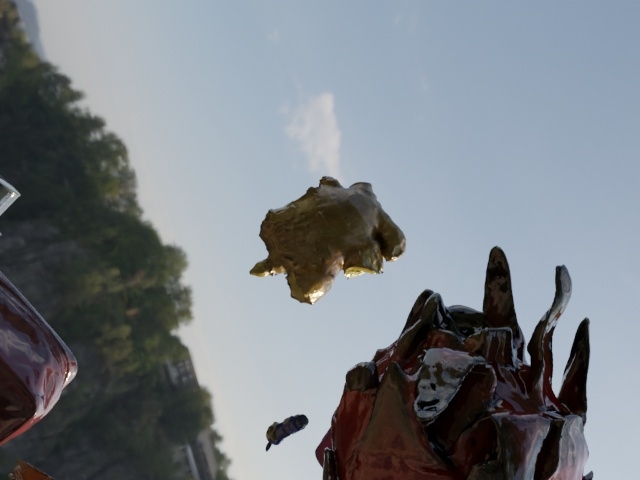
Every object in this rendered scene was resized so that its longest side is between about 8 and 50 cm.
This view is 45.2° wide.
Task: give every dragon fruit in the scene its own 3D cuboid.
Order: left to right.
[{"bbox_3d":[0.096,0.141,0.530,0.193,0.192,0.274,-13,-105,59],"label":"dragon fruit"}]

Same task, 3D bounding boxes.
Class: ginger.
[{"bbox_3d":[0.000,0.000,1.045,0.157,0.216,0.102,64,-14,6],"label":"ginger"}]

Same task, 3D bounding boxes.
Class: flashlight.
[{"bbox_3d":[-0.062,0.318,1.300,0.035,0.057,0.121,34,-40,-13],"label":"flashlight"}]

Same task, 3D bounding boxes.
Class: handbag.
[{"bbox_3d":[-0.432,0.145,0.986,0.225,0.146,0.135,48,20,-7],"label":"handbag"}]

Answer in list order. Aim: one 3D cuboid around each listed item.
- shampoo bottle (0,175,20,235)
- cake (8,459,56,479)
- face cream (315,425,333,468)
[{"bbox_3d":[-0.406,0.014,0.801,0.072,0.214,0.072,43,-5,5],"label":"shampoo bottle"},{"bbox_3d":[-0.370,0.427,1.141,0.287,0.135,0.098,38,-37,28],"label":"cake"},{"bbox_3d":[0.112,0.350,1.364,0.175,0.195,0.175,35,0,0],"label":"face cream"}]
